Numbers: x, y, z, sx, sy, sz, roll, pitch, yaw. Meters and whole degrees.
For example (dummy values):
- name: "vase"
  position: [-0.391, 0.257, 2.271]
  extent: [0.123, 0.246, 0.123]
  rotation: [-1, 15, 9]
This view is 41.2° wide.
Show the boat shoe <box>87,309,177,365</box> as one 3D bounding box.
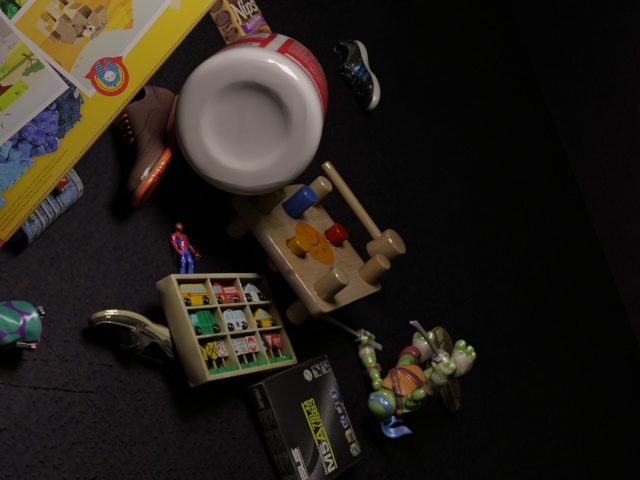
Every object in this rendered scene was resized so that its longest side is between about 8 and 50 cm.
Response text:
- name: "boat shoe"
  position: [-0.258, 0.138, 1.197]
  extent: [0.152, 0.056, 0.049]
  rotation: [24, 42, -42]

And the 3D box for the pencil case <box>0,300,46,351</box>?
- name: "pencil case"
  position: [-0.405, 0.113, 1.011]
  extent: [0.070, 0.064, 0.152]
  rotation: [44, 28, 23]

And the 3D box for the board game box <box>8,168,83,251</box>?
- name: "board game box"
  position: [-0.415, -0.115, 1.178]
  extent: [0.194, 0.060, 0.194]
  rotation: [50, 35, -15]

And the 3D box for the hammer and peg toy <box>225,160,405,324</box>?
- name: "hammer and peg toy"
  position: [0.000, 0.000, 1.550]
  extent: [0.266, 0.127, 0.361]
  rotation: [53, 25, 10]

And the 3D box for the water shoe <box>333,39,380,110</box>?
- name: "water shoe"
  position: [0.082, -0.399, 2.069]
  extent: [0.080, 0.073, 0.203]
  rotation: [1, 58, -29]

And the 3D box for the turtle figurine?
- name: "turtle figurine"
  position: [0.172, 0.206, 1.588]
  extent: [0.266, 0.198, 0.274]
  rotation: [-15, 81, -55]

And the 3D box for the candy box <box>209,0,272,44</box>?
- name: "candy box"
  position: [-0.163, -0.449, 1.779]
  extent: [0.186, 0.053, 0.109]
  rotation: [60, 34, 2]

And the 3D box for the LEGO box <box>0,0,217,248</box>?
- name: "LEGO box"
  position: [-0.389, -0.266, 0.971]
  extent: [0.372, 0.193, 0.500]
  rotation: [43, 76, -24]

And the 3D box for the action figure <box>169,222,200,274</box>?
- name: "action figure"
  position: [-0.217, 0.024, 1.366]
  extent: [0.038, 0.030, 0.115]
  rotation: [5, 59, -46]

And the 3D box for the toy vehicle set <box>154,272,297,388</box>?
- name: "toy vehicle set"
  position: [-0.140, 0.134, 1.334]
  extent: [0.267, 0.035, 0.166]
  rotation: [3, 62, -63]

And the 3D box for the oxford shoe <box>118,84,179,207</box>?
- name: "oxford shoe"
  position: [-0.287, -0.156, 1.371]
  extent: [0.098, 0.097, 0.271]
  rotation: [26, 37, -17]

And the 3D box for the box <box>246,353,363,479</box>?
- name: "box"
  position: [-0.021, 0.299, 1.388]
  extent: [0.184, 0.045, 0.190]
  rotation: [-10, 79, -58]

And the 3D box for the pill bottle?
- name: "pill bottle"
  position: [-0.102, -0.236, 1.469]
  extent: [0.229, 0.229, 0.407]
  rotation: [51, 14, -13]

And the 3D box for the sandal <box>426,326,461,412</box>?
- name: "sandal"
  position: [0.250, 0.272, 1.786]
  extent: [0.072, 0.049, 0.180]
  rotation: [-9, 87, -49]
